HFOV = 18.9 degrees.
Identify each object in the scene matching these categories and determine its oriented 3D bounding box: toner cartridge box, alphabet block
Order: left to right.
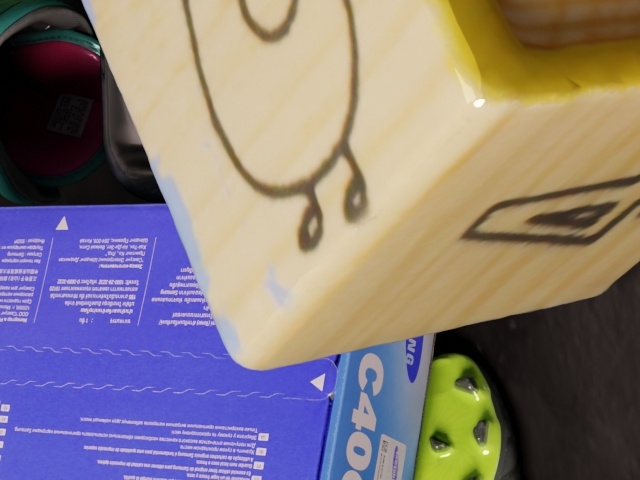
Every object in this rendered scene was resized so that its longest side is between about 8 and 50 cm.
[{"bbox_3d":[-0.116,0.070,0.926,0.348,0.075,0.165,0,74,34],"label":"toner cartridge box"},{"bbox_3d":[0.051,-0.087,0.711,0.197,0.193,0.192,-50,60,51],"label":"alphabet block"}]

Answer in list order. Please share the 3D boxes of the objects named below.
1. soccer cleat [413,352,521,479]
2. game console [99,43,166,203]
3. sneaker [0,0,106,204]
[{"bbox_3d":[0.072,0.140,0.873,0.060,0.072,0.179,-17,64,17],"label":"soccer cleat"},{"bbox_3d":[-0.066,-0.188,0.883,0.213,0.044,0.361,5,109,11],"label":"game console"},{"bbox_3d":[-0.205,-0.085,1.185,0.295,0.178,0.123,28,-108,-82],"label":"sneaker"}]
